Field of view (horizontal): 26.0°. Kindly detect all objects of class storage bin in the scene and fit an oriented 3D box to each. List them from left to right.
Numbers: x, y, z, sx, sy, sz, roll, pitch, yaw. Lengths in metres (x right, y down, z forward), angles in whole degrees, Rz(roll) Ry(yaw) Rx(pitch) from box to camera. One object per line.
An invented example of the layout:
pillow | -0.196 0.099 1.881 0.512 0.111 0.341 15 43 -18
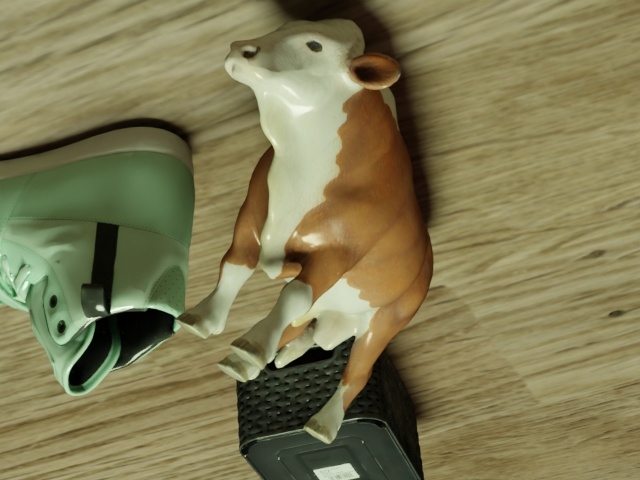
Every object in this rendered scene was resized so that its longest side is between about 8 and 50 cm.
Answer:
storage bin | 0.010 0.159 1.166 0.122 0.084 0.180 -13 145 11

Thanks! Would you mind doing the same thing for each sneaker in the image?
sneaker | -0.198 0.031 0.878 0.256 0.151 0.094 -18 147 20

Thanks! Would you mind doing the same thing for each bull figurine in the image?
bull figurine | 0.000 0.000 0.853 0.101 0.188 0.310 28 167 27
